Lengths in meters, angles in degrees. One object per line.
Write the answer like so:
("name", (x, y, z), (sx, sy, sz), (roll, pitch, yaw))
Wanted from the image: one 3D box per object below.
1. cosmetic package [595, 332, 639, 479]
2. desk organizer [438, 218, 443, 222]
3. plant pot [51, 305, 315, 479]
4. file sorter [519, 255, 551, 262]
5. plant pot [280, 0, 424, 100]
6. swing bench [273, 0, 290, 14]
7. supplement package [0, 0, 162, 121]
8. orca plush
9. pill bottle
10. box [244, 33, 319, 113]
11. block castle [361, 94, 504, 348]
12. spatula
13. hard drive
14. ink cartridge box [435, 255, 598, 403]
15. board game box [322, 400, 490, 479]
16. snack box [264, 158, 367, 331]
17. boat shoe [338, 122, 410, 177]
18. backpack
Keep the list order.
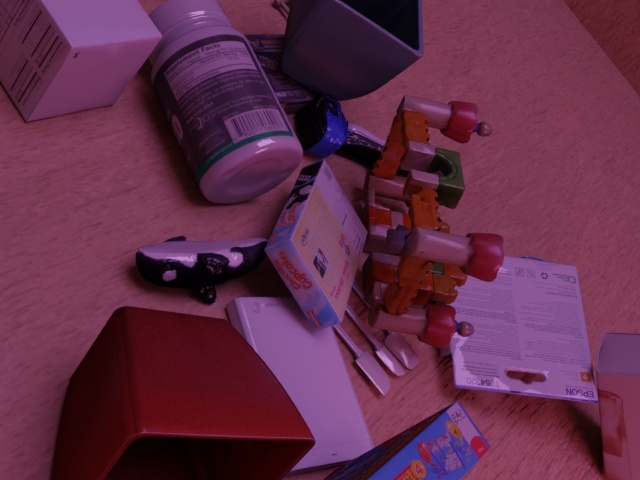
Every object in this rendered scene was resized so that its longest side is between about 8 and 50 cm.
("cosmetic package", (0.670, 0.360, 1.878), (0.153, 0.129, 0.296), (-50, 135, -53))
("desk organizer", (0.271, -0.006, 1.981), (0.130, 0.050, 0.047), (41, 40, -10))
("plant pot", (-0.212, 0.242, 1.196), (0.267, 0.267, 0.235), (11, 40, -37))
("file sorter", (0.493, 0.135, 2.032), (0.118, 0.104, 0.170), (14, 51, -34))
("plant pot", (0.045, -0.446, 1.877), (0.248, 0.252, 0.247), (27, 43, -24))
("swing bench", (0.069, -0.556, 2.156), (0.253, 0.165, 0.255), (52, 34, 5))
("supplement package", (-0.453, -0.377, 1.495), (0.199, 0.198, 0.262), (-25, 77, -50))
("orca plush", (-0.193, 0.053, 1.509), (0.151, 0.102, 0.287), (14, 15, 28))
("pill bottle", (-0.193, -0.268, 1.643), (0.204, 0.204, 0.361), (-7, 64, -45))
("box", (-0.084, -0.369, 1.941), (0.231, 0.056, 0.183), (-16, 71, -48))
("block castle", (0.227, -0.040, 1.721), (0.213, 0.303, 0.453), (11, 45, -12))
("spatula", (0.084, 0.171, 1.698), (0.242, 0.019, 0.168), (50, 40, 7))
("hard drive", (-0.033, 0.242, 1.513), (0.203, 0.040, 0.307), (3, 58, -42))
("ink cartridge box", (0.406, 0.185, 1.855), (0.324, 0.071, 0.330), (9, 58, -13))
("board game box", (0.051, 0.385, 1.268), (0.308, 0.302, 0.086), (-25, 78, -50))
("snack box", (0.000, 0.000, 1.635), (0.187, 0.060, 0.322), (59, 25, -21))
("boat shoe", (0.134, -0.185, 1.981), (0.228, 0.080, 0.076), (27, 50, -23))
("backpack", (0.012, -0.239, 1.893), (0.101, 0.098, 0.120), (22, 45, -32))
